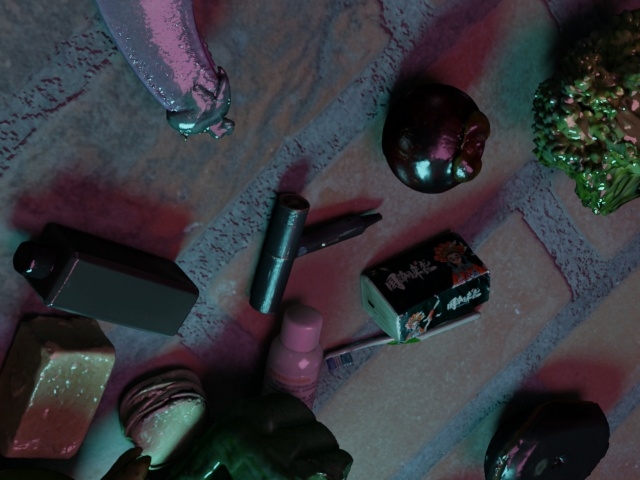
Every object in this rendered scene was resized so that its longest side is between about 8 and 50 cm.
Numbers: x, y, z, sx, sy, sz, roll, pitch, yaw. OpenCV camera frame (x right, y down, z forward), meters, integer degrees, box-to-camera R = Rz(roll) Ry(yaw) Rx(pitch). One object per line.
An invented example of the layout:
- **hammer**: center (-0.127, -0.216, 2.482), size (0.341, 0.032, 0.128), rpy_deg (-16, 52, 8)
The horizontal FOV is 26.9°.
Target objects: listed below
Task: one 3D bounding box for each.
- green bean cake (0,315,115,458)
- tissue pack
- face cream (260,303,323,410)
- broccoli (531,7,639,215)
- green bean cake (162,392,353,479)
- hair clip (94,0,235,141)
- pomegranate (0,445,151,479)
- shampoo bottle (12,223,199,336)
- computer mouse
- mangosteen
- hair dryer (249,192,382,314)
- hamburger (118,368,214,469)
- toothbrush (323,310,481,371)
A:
- **green bean cake**: center (-0.339, 0.185, 1.680), size (0.109, 0.085, 0.179), rpy_deg (2, 121, -42)
- **tissue pack**: center (0.156, 0.070, 1.981), size (0.170, 0.103, 0.090), rpy_deg (-26, 142, -20)
- **face cream**: center (-0.044, 0.212, 1.945), size (0.082, 0.082, 0.269), rpy_deg (-11, 129, -33)
- **broccoli**: center (0.462, -0.171, 1.927), size (0.277, 0.317, 0.338), rpy_deg (-59, 178, -2)
- **green bean cake**: center (-0.081, 0.406, 1.845), size (0.308, 0.300, 0.169), rpy_deg (-49, 159, 18)
- **hair clip**: center (-0.179, -0.264, 1.466), size (0.095, 0.110, 0.359), rpy_deg (-66, 152, -43)
- **pomegranate**: center (-0.364, 0.384, 1.720), size (0.358, 0.216, 0.310), rpy_deg (-41, 166, -25)
- **shampoo bottle**: center (-0.265, 0.048, 1.634), size (0.246, 0.080, 0.079), rpy_deg (20, 106, -47)
- **computer mouse**: center (0.400, 0.370, 2.411), size (0.323, 0.116, 0.183), rpy_deg (3, 119, -48)
- **mangosteen**: center (0.159, -0.132, 1.787), size (0.152, 0.152, 0.152), rpy_deg (-22, 134, -25)
- **hair dryer**: center (0.000, 0.011, 1.853), size (0.195, 0.050, 0.173), rpy_deg (-8, 129, -39)
- **hamburger**: center (-0.213, 0.245, 1.849), size (0.133, 0.062, 0.140), rpy_deg (-16, 133, -28)
- **toothbrush**: center (0.132, 0.149, 2.084), size (0.304, 0.030, 0.030), rpy_deg (-15, 131, -33)
